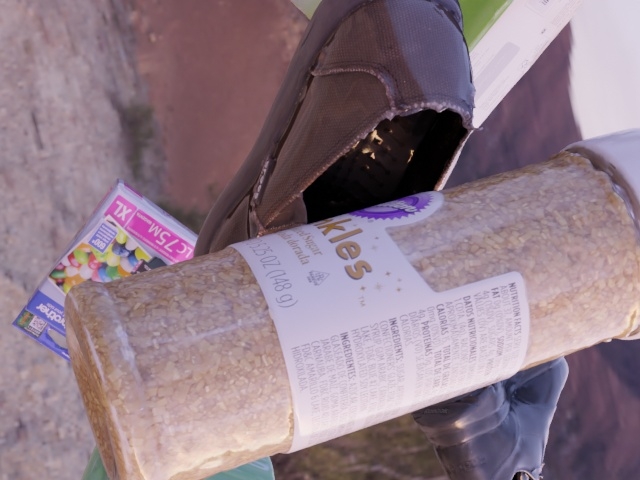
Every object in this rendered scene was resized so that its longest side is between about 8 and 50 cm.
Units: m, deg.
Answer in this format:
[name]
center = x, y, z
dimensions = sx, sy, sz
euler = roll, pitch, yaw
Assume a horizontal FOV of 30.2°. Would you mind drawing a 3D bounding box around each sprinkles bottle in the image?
[sprinkles bottle]
center = 0.045, 0.035, 0.657
dimensions = 0.121, 0.355, 0.121
euler = 164, -90, -72

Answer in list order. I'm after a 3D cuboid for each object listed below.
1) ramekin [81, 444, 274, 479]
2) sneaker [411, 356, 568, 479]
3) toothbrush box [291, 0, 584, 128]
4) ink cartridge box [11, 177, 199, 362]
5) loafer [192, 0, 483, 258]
[ramekin]
center = -0.183, 0.344, 1.443
dimensions = 0.148, 0.303, 0.303
euler = 23, 41, -26
[sneaker]
center = 0.185, 0.185, 1.205
dimensions = 0.286, 0.109, 0.130
euler = -21, 92, -57
[toothbrush box]
center = 0.070, -0.256, 0.958
dimensions = 0.283, 0.206, 0.122
euler = 49, 20, 24
[ink cartridge box]
center = -0.354, 0.075, 1.980
dimensions = 0.186, 0.311, 0.065
euler = 36, 8, -16
[loafer]
center = 0.000, 0.000, 0.802
dimensions = 0.130, 0.134, 0.366
euler = -106, -153, -45
